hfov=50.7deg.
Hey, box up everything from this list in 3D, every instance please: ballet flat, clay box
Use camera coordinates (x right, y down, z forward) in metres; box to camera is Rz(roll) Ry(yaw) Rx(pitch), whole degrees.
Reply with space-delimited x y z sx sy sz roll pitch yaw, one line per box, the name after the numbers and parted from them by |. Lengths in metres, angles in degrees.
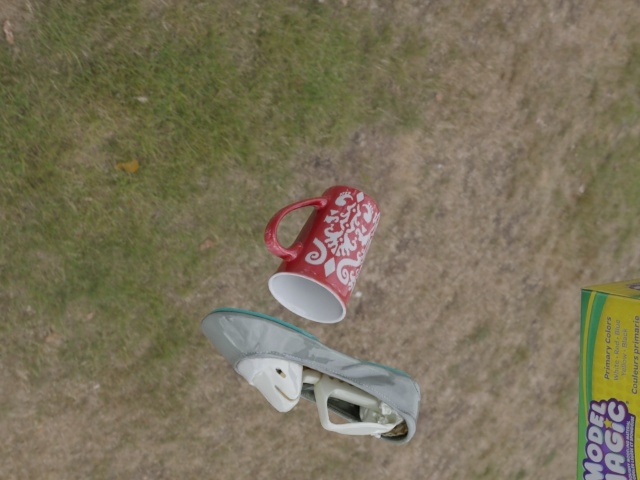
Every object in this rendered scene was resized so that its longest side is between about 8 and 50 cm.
-0.006 0.121 0.578 0.213 0.068 0.072 23 140 -17 | ballet flat
0.195 0.099 0.355 0.127 0.053 0.222 -4 96 -30 | clay box

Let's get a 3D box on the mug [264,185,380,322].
0.009 0.003 0.928 0.169 0.113 0.150 -62 148 -32 | mug
